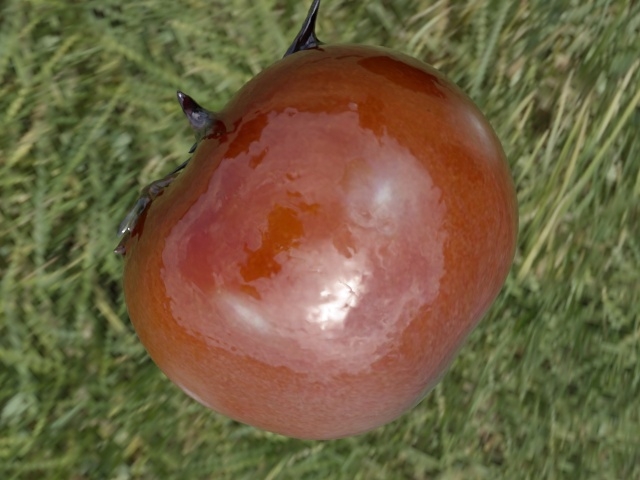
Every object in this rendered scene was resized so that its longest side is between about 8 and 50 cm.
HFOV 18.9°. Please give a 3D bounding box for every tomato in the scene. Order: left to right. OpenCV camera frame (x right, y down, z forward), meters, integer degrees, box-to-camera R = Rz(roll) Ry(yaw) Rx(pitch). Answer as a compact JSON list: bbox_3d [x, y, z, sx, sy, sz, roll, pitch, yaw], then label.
[{"bbox_3d":[0.000,0.000,1.196,0.224,0.256,0.256,37,107,5],"label":"tomato"}]
